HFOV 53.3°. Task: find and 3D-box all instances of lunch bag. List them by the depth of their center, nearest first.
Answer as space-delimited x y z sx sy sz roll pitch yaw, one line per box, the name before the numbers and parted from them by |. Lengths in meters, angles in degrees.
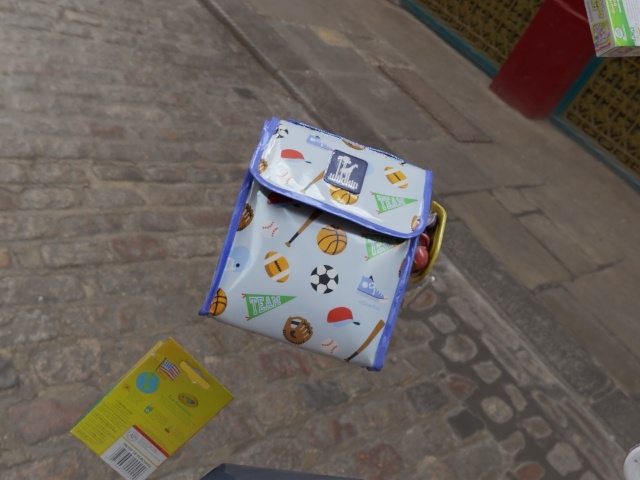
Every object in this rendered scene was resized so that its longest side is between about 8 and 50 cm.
lunch bag | 0.000 0.000 1.131 0.328 0.385 0.239 20 -10 -4

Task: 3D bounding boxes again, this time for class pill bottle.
pill bottle | 0.670 0.459 1.284 0.108 0.108 0.180 48 11 27

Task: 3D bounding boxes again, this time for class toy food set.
toy food set | 0.183 0.011 1.271 0.071 0.128 0.217 24 57 -10

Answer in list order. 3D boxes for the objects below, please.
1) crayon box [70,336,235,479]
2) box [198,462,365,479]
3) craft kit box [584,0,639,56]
crayon box | -0.364 0.371 1.418 0.202 0.318 0.081 46 8 -10
box | -0.078 0.571 1.114 0.297 0.293 0.183 0 3 19
craft kit box | 0.641 -0.496 1.285 0.247 0.061 0.249 -6 83 -24
